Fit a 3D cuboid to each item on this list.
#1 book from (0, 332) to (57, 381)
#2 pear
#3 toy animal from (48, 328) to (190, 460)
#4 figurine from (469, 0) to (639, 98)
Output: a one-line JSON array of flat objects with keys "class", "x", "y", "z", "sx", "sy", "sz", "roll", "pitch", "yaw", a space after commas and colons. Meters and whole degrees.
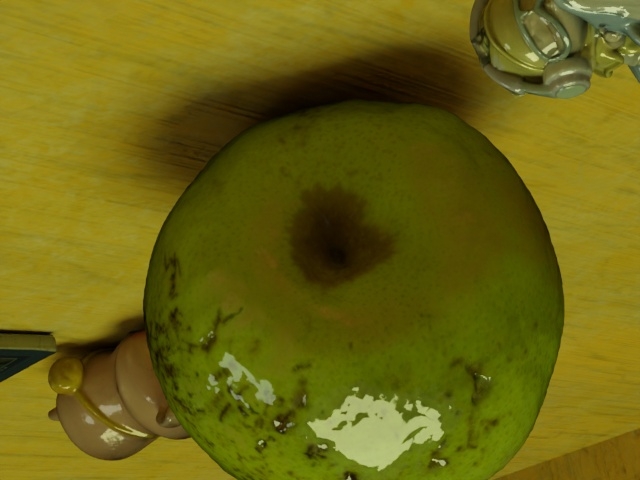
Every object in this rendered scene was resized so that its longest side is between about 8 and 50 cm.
[{"class": "book", "x": -0.454, "y": 0.139, "z": 1.936, "sx": 0.269, "sy": 0.025, "sz": 0.191, "roll": 6, "pitch": 154, "yaw": -44}, {"class": "pear", "x": 0.036, "y": 0.068, "z": 1.526, "sx": 0.391, "sy": 0.391, "sz": 0.391, "roll": -11, "pitch": 162, "yaw": -4}, {"class": "toy animal", "x": -0.214, "y": 0.177, "z": 2.039, "sx": 0.248, "sy": 0.149, "sz": 0.165, "roll": -12, "pitch": 180, "yaw": 38}, {"class": "figurine", "x": 0.211, "y": -0.168, "z": 1.327, "sx": 0.183, "sy": 0.128, "sz": 0.208, "roll": -17, "pitch": 166, "yaw": 19}]
